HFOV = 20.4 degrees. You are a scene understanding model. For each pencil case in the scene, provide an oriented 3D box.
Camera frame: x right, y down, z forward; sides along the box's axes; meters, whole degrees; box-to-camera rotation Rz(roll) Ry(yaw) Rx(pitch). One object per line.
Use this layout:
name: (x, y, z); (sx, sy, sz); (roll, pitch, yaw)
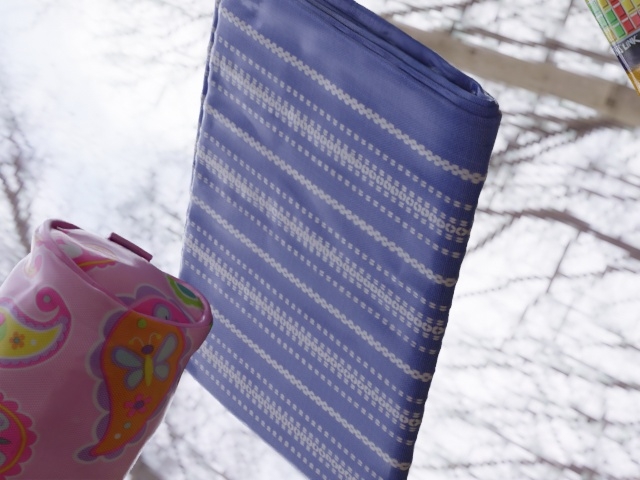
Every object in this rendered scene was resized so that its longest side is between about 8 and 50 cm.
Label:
pencil case: (-0.176, 0.129, 1.016); (0.124, 0.124, 0.284); (19, -73, -45)

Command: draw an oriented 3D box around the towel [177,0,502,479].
towel: (0.000, 0.000, 1.157); (0.040, 0.243, 0.336); (-19, -47, -38)

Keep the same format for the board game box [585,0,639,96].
board game box: (0.113, -0.128, 0.435); (0.170, 0.048, 0.141); (-29, -92, -32)
